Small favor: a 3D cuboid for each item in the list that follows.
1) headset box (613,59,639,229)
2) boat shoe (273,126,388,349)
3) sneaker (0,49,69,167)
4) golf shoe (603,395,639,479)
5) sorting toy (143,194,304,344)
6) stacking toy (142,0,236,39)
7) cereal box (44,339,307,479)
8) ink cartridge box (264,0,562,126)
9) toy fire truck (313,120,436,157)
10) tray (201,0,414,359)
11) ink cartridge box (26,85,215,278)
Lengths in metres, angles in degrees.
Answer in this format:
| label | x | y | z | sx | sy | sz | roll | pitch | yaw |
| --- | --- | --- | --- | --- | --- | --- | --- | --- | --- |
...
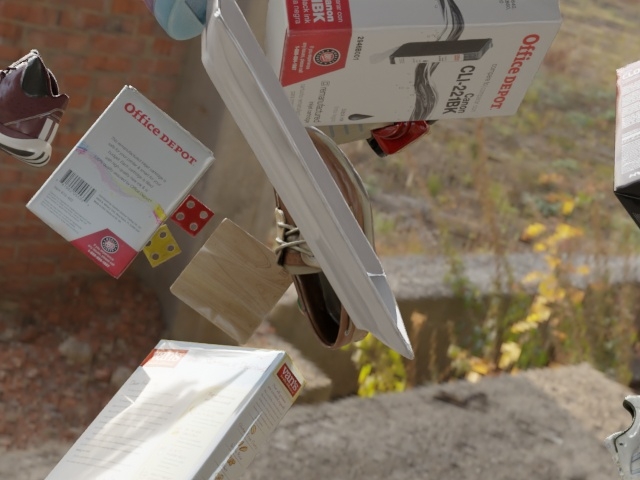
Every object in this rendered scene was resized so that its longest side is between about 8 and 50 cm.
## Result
| label | x | y | z | sx | sy | sz | roll | pitch | yaw |
| --- | --- | --- | --- | --- | --- | --- | --- | --- | --- |
| headset box | 0.515 | -0.118 | 1.724 | 0.218 | 0.110 | 0.293 | 46 | 39 | -32 |
| boat shoe | 0.000 | 0.000 | 1.589 | 0.123 | 0.324 | 0.116 | -1 | 29 | 44 |
| sneaker | -0.504 | -0.235 | 1.860 | 0.281 | 0.162 | 0.106 | 26 | -8 | 11 |
| golf shoe | 0.356 | 0.258 | 1.369 | 0.086 | 0.176 | 0.069 | 19 | -24 | 9 |
| sorting toy | -0.129 | 0.056 | 1.721 | 0.274 | 0.132 | 0.046 | 35 | -13 | 7 |
| stacking toy | -0.064 | -0.358 | 1.371 | 0.130 | 0.279 | 0.309 | 44 | 40 | 13 |
| cereal box | -0.140 | 0.186 | 1.023 | 0.173 | 0.047 | 0.240 | 1 | 42 | 44 |
| ink cartridge box | 0.087 | -0.213 | 1.241 | 0.273 | 0.114 | 0.197 | -5 | -22 | -8 |
| toy fire truck | 0.047 | -0.220 | 1.777 | 0.217 | 0.158 | 0.246 | 58 | 16 | 3 |
| tray | -0.015 | -0.047 | 0.829 | 0.030 | 0.270 | 0.145 | -27 | 23 | 7 |
| ink cartridge box | -0.218 | -0.066 | 1.345 | 0.127 | 0.175 | 0.072 | 40 | -1 | -7 |
